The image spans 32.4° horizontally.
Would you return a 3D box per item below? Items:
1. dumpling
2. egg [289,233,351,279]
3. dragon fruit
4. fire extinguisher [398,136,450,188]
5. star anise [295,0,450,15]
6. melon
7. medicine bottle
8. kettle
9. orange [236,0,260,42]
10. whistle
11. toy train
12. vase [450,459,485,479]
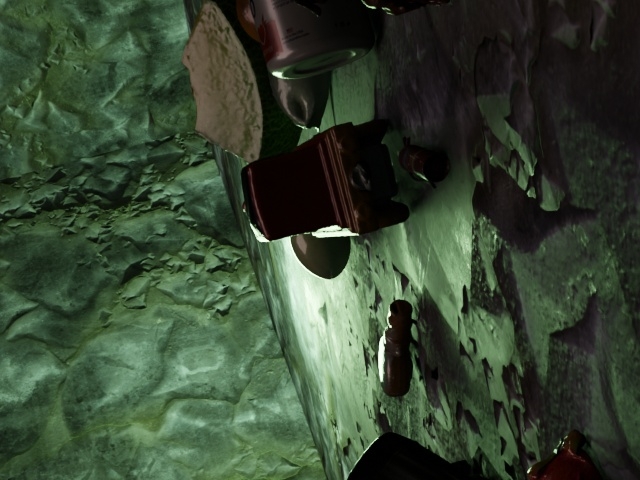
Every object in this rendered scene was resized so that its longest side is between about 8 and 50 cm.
[{"bbox_3d":[-0.042,-0.288,1.877,0.149,0.105,0.217,-177,70,-77],"label":"dumpling"},{"bbox_3d":[0.000,0.000,2.080,0.114,0.114,0.152,152,100,-80],"label":"egg"},{"bbox_3d":[0.262,0.277,1.165,0.126,0.068,0.112,85,164,-48],"label":"dragon fruit"},{"bbox_3d":[0.129,-0.100,1.411,0.132,0.039,0.056,-140,44,-73],"label":"fire extinguisher"},{"bbox_3d":[0.033,-0.329,1.221,0.237,0.148,0.346,50,167,-6],"label":"star anise"},{"bbox_3d":[-0.128,-0.304,2.052,0.331,0.226,0.343,65,-152,-8],"label":"melon"},{"bbox_3d":[-0.034,-0.383,1.531,0.157,0.157,0.289,148,107,-80],"label":"medicine bottle"},{"bbox_3d":[0.157,0.418,1.452,0.271,0.251,0.207,22,161,23],"label":"kettle"},{"bbox_3d":[-0.055,-0.373,1.717,0.134,0.156,0.156,27,-135,-74],"label":"orange"},{"bbox_3d":[0.128,0.179,1.823,0.220,0.057,0.107,91,175,-45],"label":"whistle"},{"bbox_3d":[-0.005,-0.077,1.639,0.369,0.231,0.163,178,80,-79],"label":"toy train"},{"bbox_3d":[0.208,0.469,1.618,0.251,0.156,0.301,-49,59,48],"label":"vase"}]
